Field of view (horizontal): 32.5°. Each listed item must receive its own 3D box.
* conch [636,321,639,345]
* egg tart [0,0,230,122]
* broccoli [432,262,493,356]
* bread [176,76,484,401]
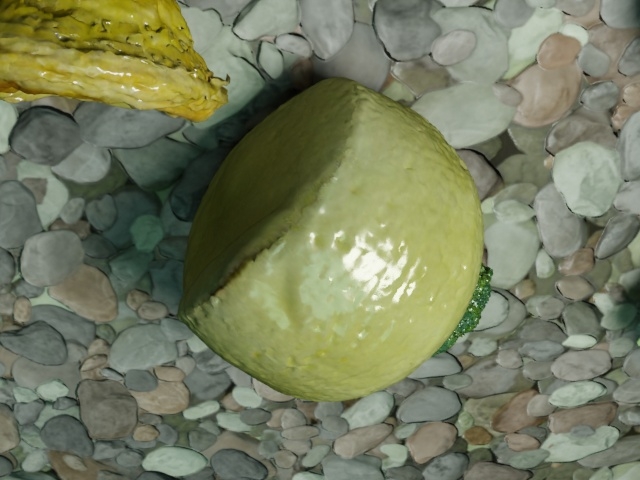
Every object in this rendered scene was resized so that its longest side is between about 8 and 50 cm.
[{"bbox_3d":[0.487,0.065,1.280,0.251,0.137,0.143,-26,124,18],"label":"conch"},{"bbox_3d":[-0.220,-0.181,1.010,0.294,0.294,0.123,5,95,-6],"label":"egg tart"},{"bbox_3d":[0.109,0.062,1.256,0.195,0.195,0.156,-26,105,18],"label":"broccoli"},{"bbox_3d":[0.008,0.006,1.119,0.320,0.320,0.237,-36,124,24],"label":"bread"}]
